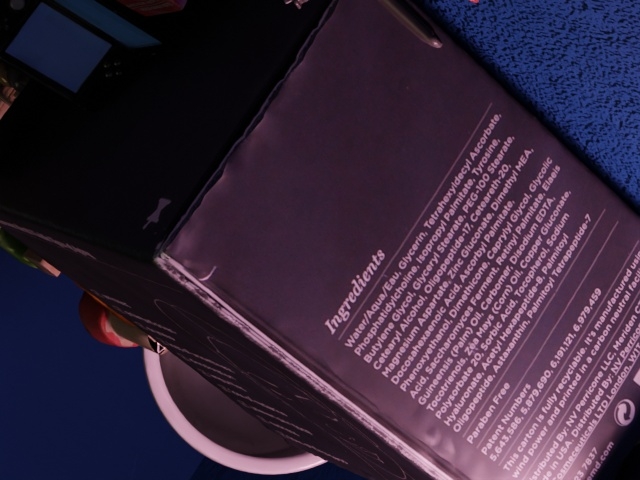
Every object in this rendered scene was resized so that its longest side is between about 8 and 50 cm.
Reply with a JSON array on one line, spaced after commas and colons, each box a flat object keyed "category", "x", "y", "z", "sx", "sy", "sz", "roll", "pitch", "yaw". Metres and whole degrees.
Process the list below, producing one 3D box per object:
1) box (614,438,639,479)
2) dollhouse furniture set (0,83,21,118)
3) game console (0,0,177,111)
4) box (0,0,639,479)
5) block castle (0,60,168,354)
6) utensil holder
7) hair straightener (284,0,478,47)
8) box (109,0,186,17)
[{"category": "box", "x": 0.388, "y": 0.250, "z": 1.536, "sx": 0.296, "sy": 0.294, "sz": 0.183, "roll": 35, "pitch": 169, "yaw": -12}, {"category": "dollhouse furniture set", "x": -0.432, "y": -0.146, "z": 2.179, "sx": 0.161, "sy": 0.182, "sz": 0.101, "roll": 20, "pitch": 163, "yaw": 49}, {"category": "game console", "x": -0.193, "y": -0.155, "z": 1.369, "sx": 0.122, "sy": 0.107, "sz": 0.071, "roll": 31, "pitch": -161, "yaw": -27}, {"category": "box", "x": 0.000, "y": 0.000, "z": 1.557, "sx": 0.472, "sy": 0.297, "sz": 0.480, "roll": 38, "pitch": 169, "yaw": -29}, {"category": "block castle", "x": -0.265, "y": -0.117, "z": 1.792, "sx": 0.453, "sy": 0.303, "sz": 0.213, "roll": 40, "pitch": 168, "yaw": -27}, {"category": "utensil holder", "x": -0.079, "y": 0.155, "z": 2.401, "sx": 0.328, "sy": 0.327, "sz": 0.385, "roll": 33, "pitch": 172, "yaw": 0}, {"category": "hair straightener", "x": -0.004, "y": -0.205, "z": 1.225, "sx": 0.230, "sy": 0.089, "sz": 0.047, "roll": 34, "pitch": -168, "yaw": -10}, {"category": "box", "x": -0.169, "y": -0.254, "z": 1.361, "sx": 0.123, "sy": 0.128, "sz": 0.257, "roll": 30, "pitch": 171, "yaw": -23}]
